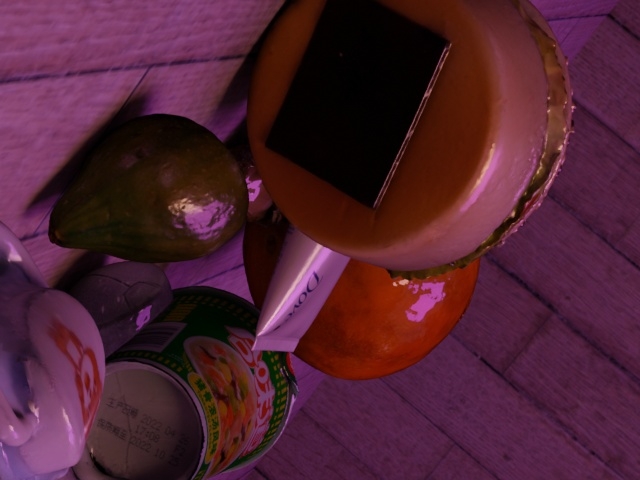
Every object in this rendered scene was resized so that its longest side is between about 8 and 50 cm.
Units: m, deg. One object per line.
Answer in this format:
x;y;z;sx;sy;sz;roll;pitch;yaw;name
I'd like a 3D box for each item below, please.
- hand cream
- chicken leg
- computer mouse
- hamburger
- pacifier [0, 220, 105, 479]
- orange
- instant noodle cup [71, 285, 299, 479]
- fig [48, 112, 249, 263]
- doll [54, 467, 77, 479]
0.000;0.000;1.857;0.248;0.083;0.133;-67;161;5;hand cream
-0.045;-0.074;1.864;0.125;0.080;0.196;-63;171;10;chicken leg
-0.203;0.067;1.688;0.113;0.068;0.229;-41;-176;-30;computer mouse
0.080;-0.108;1.647;0.300;0.300;0.176;-54;157;21;hamburger
-0.266;0.104;1.312;0.207;0.227;0.279;-19;-162;9;pacifier
0.041;0.009;2.039;0.226;0.284;0.284;7;131;-36;orange
-0.148;0.161;1.856;0.207;0.207;0.233;-52;174;14;instant noodle cup
-0.137;-0.027;1.447;0.156;0.123;0.123;-37;165;-35;fig
-0.275;0.253;1.865;0.071;0.214;0.103;-17;-157;-12;doll
